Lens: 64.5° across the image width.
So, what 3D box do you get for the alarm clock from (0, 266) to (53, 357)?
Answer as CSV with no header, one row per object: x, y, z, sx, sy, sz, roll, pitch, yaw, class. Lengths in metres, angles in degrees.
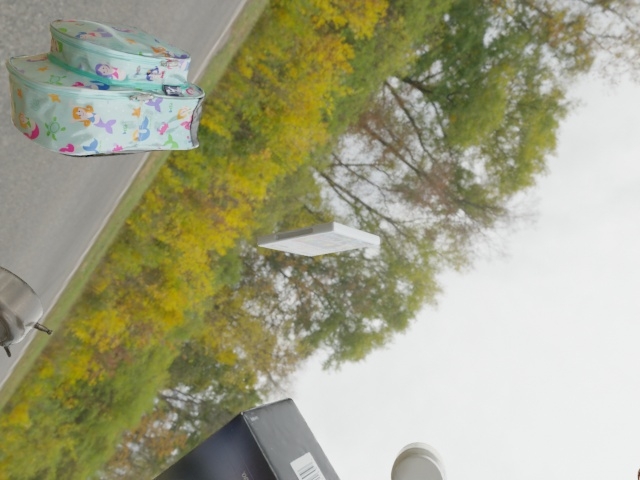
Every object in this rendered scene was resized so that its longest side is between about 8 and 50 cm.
-0.472,0.077,0.697,0.129,0.192,0.064,-12,-148,24,alarm clock

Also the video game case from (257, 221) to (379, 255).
0.000,0.000,1.065,0.183,0.201,0.023,-10,-103,30,video game case

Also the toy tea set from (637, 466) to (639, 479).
0.540,0.310,0.700,0.124,0.336,0.200,-22,-160,-15,toy tea set

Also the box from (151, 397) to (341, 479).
-0.109,0.441,0.723,0.294,0.296,0.183,-40,159,10,box

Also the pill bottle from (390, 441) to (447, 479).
0.212,0.505,1.092,0.119,0.119,0.208,-57,161,-7,pill bottle

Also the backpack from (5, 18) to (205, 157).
-0.328,-0.226,0.773,0.253,0.225,0.191,-23,136,-41,backpack
